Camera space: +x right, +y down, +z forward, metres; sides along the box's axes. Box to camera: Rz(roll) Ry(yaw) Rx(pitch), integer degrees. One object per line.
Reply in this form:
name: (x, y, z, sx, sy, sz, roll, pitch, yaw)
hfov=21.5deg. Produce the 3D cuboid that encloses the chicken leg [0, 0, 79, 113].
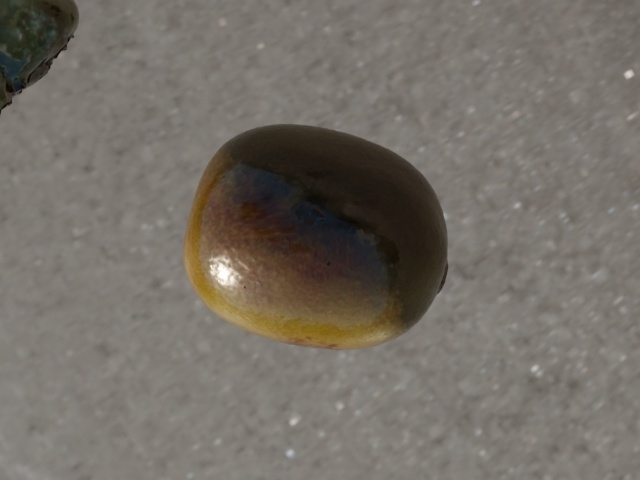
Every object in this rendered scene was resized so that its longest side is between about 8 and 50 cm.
chicken leg: (-0.280, -0.022, 0.725, 0.361, 0.140, 0.211, -8, 61, 39)

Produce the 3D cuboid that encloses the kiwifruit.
kiwifruit: (0.000, 0.000, 1.488, 0.234, 0.196, 0.196, 19, 126, -2)
